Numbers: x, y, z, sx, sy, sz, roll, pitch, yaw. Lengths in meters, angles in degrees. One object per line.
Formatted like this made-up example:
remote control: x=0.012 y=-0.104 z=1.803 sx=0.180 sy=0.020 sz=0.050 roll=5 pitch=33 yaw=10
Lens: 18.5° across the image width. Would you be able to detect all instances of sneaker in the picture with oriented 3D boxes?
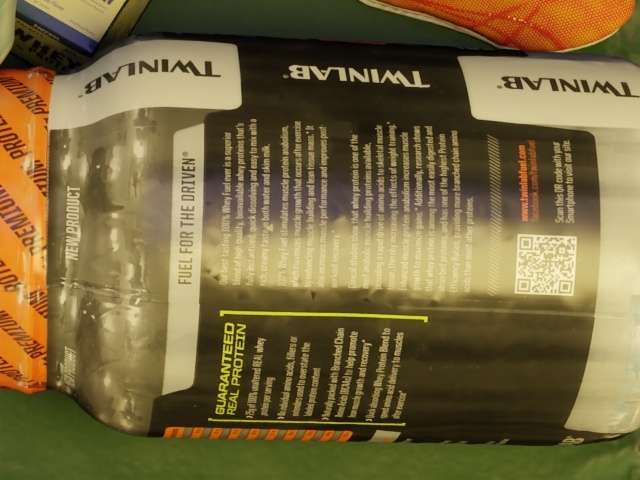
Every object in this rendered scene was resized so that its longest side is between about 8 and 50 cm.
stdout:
sneaker: x=0.097 y=-0.148 z=1.126 sx=0.175 sy=0.067 sz=0.064 roll=8 pitch=74 yaw=-8

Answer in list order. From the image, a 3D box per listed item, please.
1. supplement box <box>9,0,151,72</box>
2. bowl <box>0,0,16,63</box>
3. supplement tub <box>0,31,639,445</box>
supplement box: x=-0.130 y=-0.136 z=1.082 sx=0.056 sy=0.083 sz=0.083 roll=30 pitch=75 yaw=0
bowl: x=-0.269 y=-0.103 z=0.970 sx=0.311 sy=0.311 sz=0.163 roll=-46 pitch=107 yaw=-15
supplement tub: x=0.000 y=0.000 z=1.005 sx=0.338 sy=0.207 sz=0.207 roll=2 pitch=77 yaw=-8
